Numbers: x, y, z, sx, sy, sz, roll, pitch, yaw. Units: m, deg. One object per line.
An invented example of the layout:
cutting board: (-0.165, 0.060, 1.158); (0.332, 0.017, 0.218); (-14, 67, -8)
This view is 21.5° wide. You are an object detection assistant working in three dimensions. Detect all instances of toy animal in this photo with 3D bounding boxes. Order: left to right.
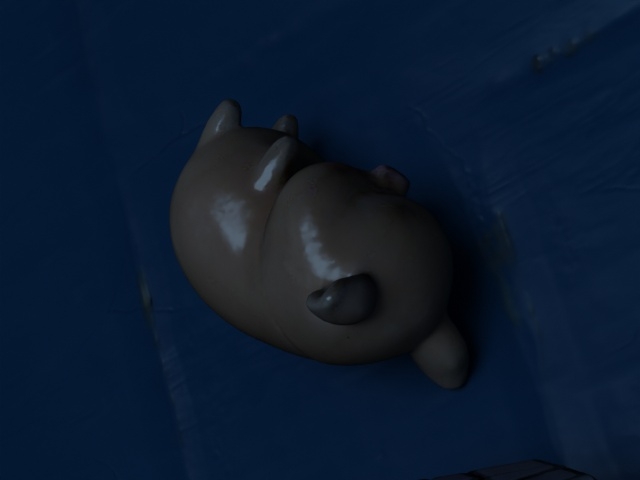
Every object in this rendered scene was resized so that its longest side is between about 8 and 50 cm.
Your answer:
toy animal: (-0.009, 0.005, 1.223); (0.250, 0.166, 0.154); (31, 109, 45)

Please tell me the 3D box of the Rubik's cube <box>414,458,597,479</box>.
Rubik's cube: (0.095, 0.278, 0.992); (0.319, 0.319, 0.264); (-46, 18, 21)
